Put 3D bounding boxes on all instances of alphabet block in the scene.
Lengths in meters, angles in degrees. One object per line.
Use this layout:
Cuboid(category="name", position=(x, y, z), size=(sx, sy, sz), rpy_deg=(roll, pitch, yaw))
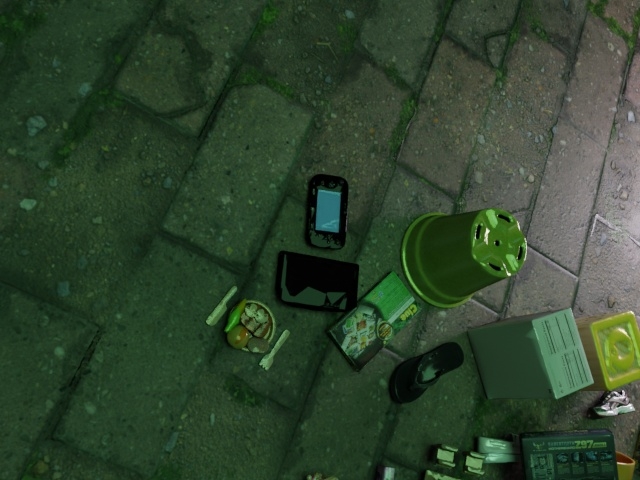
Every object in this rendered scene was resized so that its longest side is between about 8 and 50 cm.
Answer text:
Cuboid(category="alphabet block", position=(0.796, 0.324, 1.917), size=(0.192, 0.197, 0.193), rpy_deg=(-12, 83, -28))

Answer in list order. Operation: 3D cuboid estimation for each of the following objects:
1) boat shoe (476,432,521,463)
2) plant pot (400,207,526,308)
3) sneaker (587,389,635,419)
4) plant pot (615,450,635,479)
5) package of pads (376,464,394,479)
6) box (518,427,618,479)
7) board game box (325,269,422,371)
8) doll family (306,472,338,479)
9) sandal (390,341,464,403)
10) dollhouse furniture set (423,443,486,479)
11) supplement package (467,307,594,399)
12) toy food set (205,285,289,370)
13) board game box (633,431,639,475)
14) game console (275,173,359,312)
Cuboid(category="boat shoe", position=(0.528, 0.562, 1.792), size=(0.226, 0.083, 0.076), rpy_deg=(5, 77, -25))
Cuboid(category="plant pot", position=(0.397, 0.028, 1.757), size=(0.276, 0.254, 0.276), rpy_deg=(7, 75, -25))
Cuboid(category="sneaker", position=(0.870, 0.495, 1.997), size=(0.178, 0.072, 0.077), rpy_deg=(2, 65, -34))
Cuboid(category="plant pot", position=(0.742, 0.673, 1.822), size=(0.205, 0.205, 0.188), rpy_deg=(13, 88, -23))
Cuboid(category="package of pads", position=(0.157, 0.598, 1.619), size=(0.032, 0.050, 0.083), rpy_deg=(13, 73, -18))
Cuboid(category="box", position=(0.644, 0.590, 1.709), size=(0.232, 0.059, 0.183), rpy_deg=(-7, 89, 8))
Cuboid(category="board game box", position=(0.142, 0.207, 1.717), size=(0.259, 0.030, 0.136), rpy_deg=(-39, 94, -28))
Cuboid(category="doll family", position=(0.046, 0.657, 1.532), size=(0.163, 0.118, 0.263), rpy_deg=(-38, 78, -22))
Cuboid(category="sandal", position=(0.285, 0.339, 1.741), size=(0.254, 0.054, 0.097), rpy_deg=(-29, 92, -29))
Cuboid(category="dollhouse furniture set", position=(0.375, 0.658, 1.690), size=(0.242, 0.161, 0.212), rpy_deg=(16, 71, 0))
Cuboid(category="supplement package", position=(0.553, 0.307, 1.763), size=(0.145, 0.262, 0.204), rpy_deg=(-12, 83, -29))
Cuboid(category="toy food set", position=(-0.163, 0.204, 1.560), size=(0.192, 0.038, 0.132), rpy_deg=(40, 64, -13))
Cuboid(category="board game box", position=(1.048, 0.666, 2.047), size=(0.141, 0.048, 0.170), rpy_deg=(34, 65, -17))
Cuboid(category="game console", position=(0.000, 0.000, 1.684), size=(0.213, 0.044, 0.361), rpy_deg=(10, 73, -22))
